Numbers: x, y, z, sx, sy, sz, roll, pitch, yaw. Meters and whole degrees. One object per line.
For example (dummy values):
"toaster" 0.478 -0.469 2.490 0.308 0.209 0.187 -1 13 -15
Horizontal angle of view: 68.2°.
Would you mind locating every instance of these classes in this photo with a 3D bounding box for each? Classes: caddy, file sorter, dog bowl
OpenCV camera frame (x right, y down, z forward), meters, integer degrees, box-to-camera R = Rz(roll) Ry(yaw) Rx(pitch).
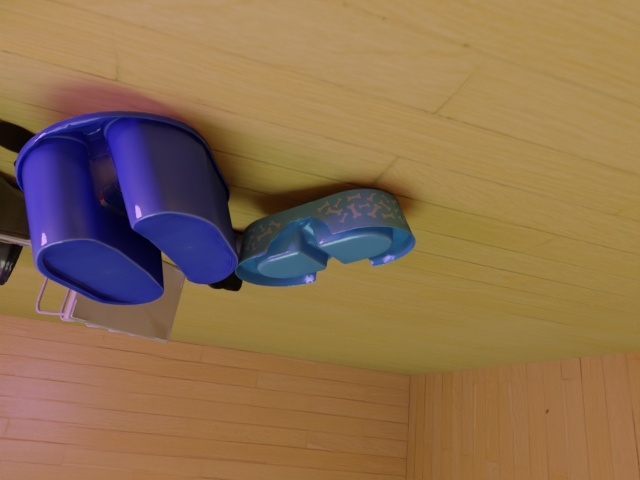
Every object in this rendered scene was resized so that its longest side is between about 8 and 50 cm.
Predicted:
"caddy" -0.252 -0.042 0.666 0.241 0.179 0.341 -17 159 -4
"file sorter" -0.512 0.126 1.168 0.173 0.193 0.277 -3 158 32
"dog bowl" 0.000 0.000 0.759 0.297 0.074 0.166 -17 154 22

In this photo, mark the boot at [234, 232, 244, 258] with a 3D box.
"boot" -0.202 -0.005 0.908 0.208 0.076 0.189 21 154 -18

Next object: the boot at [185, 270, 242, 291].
"boot" -0.291 0.079 1.143 0.136 0.077 0.198 5 159 19

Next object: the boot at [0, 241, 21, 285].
"boot" -0.859 0.023 1.120 0.338 0.118 0.222 -19 143 41

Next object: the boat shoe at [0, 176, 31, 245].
"boat shoe" -0.567 -0.050 0.824 0.103 0.113 0.302 -8 151 37

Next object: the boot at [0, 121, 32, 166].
"boot" -0.442 -0.127 0.696 0.106 0.037 0.114 26 157 -36
